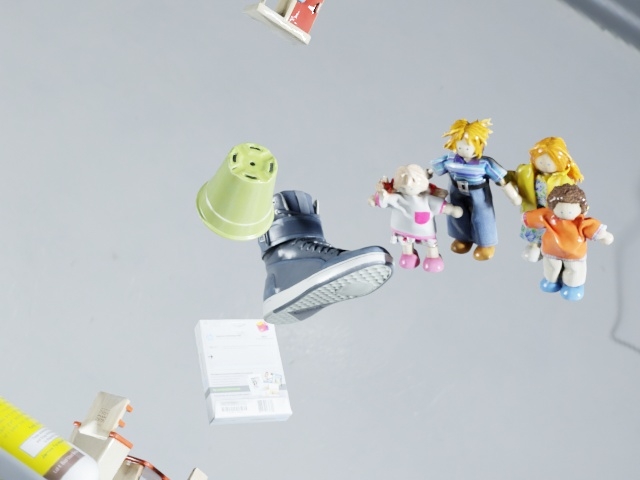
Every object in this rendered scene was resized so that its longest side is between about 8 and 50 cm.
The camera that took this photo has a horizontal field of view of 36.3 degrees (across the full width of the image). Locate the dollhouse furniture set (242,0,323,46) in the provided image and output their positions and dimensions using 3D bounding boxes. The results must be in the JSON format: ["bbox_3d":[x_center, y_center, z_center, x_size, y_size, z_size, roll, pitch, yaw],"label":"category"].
[{"bbox_3d":[0.032,-0.297,1.046,0.129,0.129,0.184,28,83,-29],"label":"dollhouse furniture set"}]

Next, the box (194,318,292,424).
[{"bbox_3d":[-0.138,0.229,1.719,0.145,0.038,0.186,1,59,-26],"label":"box"}]

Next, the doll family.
[{"bbox_3d":[0.190,-0.049,1.060,0.262,0.163,0.118,9,42,22],"label":"doll family"}]

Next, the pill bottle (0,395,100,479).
[{"bbox_3d":[-0.264,0.142,0.648,0.215,0.117,0.117,34,65,2],"label":"pill bottle"}]

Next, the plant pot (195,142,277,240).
[{"bbox_3d":[-0.078,-0.055,0.983,0.083,0.079,0.083,9,54,-13],"label":"plant pot"}]

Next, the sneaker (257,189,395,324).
[{"bbox_3d":[-0.002,0.000,1.220,0.086,0.226,0.163,13,64,-38],"label":"sneaker"}]

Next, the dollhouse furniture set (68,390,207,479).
[{"bbox_3d":[-0.319,0.386,1.688,0.262,0.259,0.135,7,58,33],"label":"dollhouse furniture set"}]
